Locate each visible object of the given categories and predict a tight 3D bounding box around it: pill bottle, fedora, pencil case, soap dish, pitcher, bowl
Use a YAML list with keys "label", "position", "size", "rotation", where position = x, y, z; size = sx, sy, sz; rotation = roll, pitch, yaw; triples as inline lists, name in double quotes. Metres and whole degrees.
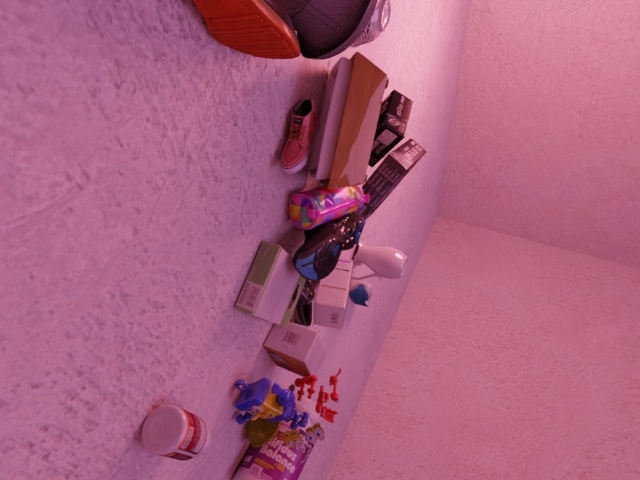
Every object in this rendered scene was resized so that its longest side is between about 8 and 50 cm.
- label: "pill bottle"
  position: [-0.270, 0.374, 0.850]
  size: [0.086, 0.086, 0.152]
  rotation: [-63, 158, -26]
- label: "fedora"
  position: [-0.006, -0.455, 0.756]
  size: [0.124, 0.244, 0.275]
  rotation: [12, 66, -38]
- label: "pencil case"
  position: [0.024, -0.100, 1.153]
  size: [0.236, 0.104, 0.104]
  rotation: [-24, 130, -46]
- label: "soap dish"
  position: [0.061, -0.268, 1.042]
  size: [0.229, 0.118, 0.290]
  rotation: [-115, -144, -77]
- label: "pitcher"
  position: [0.227, 0.098, 1.761]
  size: [0.177, 0.207, 0.125]
  rotation: [-66, 159, -15]
- label: "pill bottle"
  position: [-0.117, 0.628, 1.335]
  size: [0.169, 0.169, 0.301]
  rotation: [87, 28, -44]
- label: "bowl"
  position: [0.135, -0.588, 1.146]
  size: [0.170, 0.080, 0.170]
  rotation: [-52, 152, -43]

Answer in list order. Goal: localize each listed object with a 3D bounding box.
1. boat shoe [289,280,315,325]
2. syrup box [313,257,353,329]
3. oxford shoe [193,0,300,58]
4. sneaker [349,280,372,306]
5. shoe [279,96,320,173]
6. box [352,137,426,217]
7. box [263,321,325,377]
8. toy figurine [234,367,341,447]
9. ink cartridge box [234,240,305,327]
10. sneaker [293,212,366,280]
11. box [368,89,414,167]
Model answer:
- label: "boat shoe"
  position: [-0.049, 0.156, 1.270]
  size: [0.080, 0.073, 0.223]
  rotation: [-47, 148, -50]
- label: "syrup box"
  position: [0.044, 0.160, 1.403]
  size: [0.237, 0.096, 0.093]
  rotation: [-72, 170, -54]
- label: "oxford shoe"
  position: [-0.113, -0.367, 0.615]
  size: [0.364, 0.130, 0.132]
  rotation: [9, 88, -73]
- label: "sneaker"
  position: [0.181, 0.220, 1.933]
  size: [0.228, 0.087, 0.092]
  rotation: [74, 31, -68]
- label: "shoe"
  position: [-0.051, -0.235, 0.975]
  size: [0.081, 0.063, 0.178]
  rotation: [76, 31, -53]
- label: "box"
  position: [0.195, -0.175, 1.446]
  size: [0.307, 0.076, 0.242]
  rotation: [-51, 174, 35]
- label: "box"
  position: [-0.070, 0.313, 1.262]
  size: [0.170, 0.130, 0.091]
  rotation: [76, 36, -54]
- label: "toy figurine"
  position: [-0.141, 0.410, 1.167]
  size: [0.362, 0.217, 0.191]
  rotation: [-33, -151, 42]
- label: "ink cartridge box"
  position: [-0.112, 0.118, 1.102]
  size: [0.235, 0.056, 0.171]
  rotation: [52, 57, -68]
- label: "sneaker"
  position: [0.000, 0.000, 1.194]
  size: [0.341, 0.140, 0.125]
  rotation: [-37, 148, -58]
- label: "box"
  position: [0.186, -0.331, 1.318]
  size: [0.180, 0.078, 0.147]
  rotation: [-39, -153, 58]
